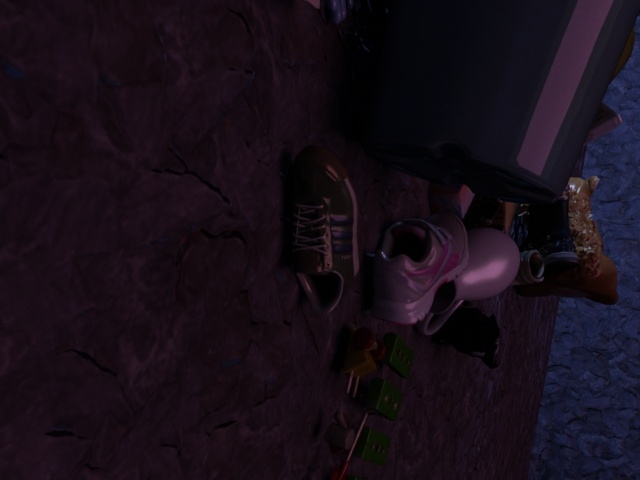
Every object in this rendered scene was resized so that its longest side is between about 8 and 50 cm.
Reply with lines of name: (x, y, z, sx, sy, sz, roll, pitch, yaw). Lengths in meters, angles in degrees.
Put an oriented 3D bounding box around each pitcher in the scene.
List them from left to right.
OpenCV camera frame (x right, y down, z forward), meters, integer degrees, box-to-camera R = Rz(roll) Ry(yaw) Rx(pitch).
pitcher: (0.255, 0.072, 1.088, 0.207, 0.125, 0.177, -20, 135, -38)

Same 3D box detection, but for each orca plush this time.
orca plush: (0.272, 0.196, 1.163, 0.287, 0.102, 0.151, -91, 159, -85)

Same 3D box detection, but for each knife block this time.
knife block: (0.356, -0.060, 1.273, 0.276, 0.088, 0.241, 24, 77, -61)

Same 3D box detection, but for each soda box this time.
soda box: (0.255, -0.117, 1.103, 0.183, 0.058, 0.062, -54, 141, -40)

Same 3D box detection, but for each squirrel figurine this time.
squirrel figurine: (0.727, -0.035, 1.784, 0.397, 0.281, 0.370, 40, 56, -61)

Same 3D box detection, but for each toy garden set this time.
toy garden set: (0.053, 0.242, 0.847, 0.204, 0.049, 0.244, 49, 56, -57)

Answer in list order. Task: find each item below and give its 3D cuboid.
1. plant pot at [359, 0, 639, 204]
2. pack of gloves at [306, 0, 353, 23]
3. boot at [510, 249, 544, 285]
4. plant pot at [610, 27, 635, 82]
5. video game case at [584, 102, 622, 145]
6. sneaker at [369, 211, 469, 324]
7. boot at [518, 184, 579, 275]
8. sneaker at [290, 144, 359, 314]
plant pot: (0.215, -0.237, 0.751, 0.341, 0.341, 0.333, 16, 92, -62)
pack of gloves: (-0.001, -0.346, 0.609, 0.195, 0.046, 0.231, -20, 118, -71)
boot: (0.379, 0.065, 1.261, 0.213, 0.165, 0.077, 1, 77, -61)
plant pot: (0.329, -0.255, 1.024, 0.293, 0.275, 0.274, -56, 145, -17)
video game case: (0.412, -0.207, 1.136, 0.026, 0.206, 0.227, 51, 16, -26)
sneaker: (0.154, 0.013, 0.907, 0.252, 0.103, 0.111, -47, 138, -47)
boot: (0.464, -0.014, 1.316, 0.236, 0.085, 0.178, 147, -54, -71)
sneaker: (0.000, 0.000, 0.658, 0.086, 0.064, 0.192, -61, 149, -42)
